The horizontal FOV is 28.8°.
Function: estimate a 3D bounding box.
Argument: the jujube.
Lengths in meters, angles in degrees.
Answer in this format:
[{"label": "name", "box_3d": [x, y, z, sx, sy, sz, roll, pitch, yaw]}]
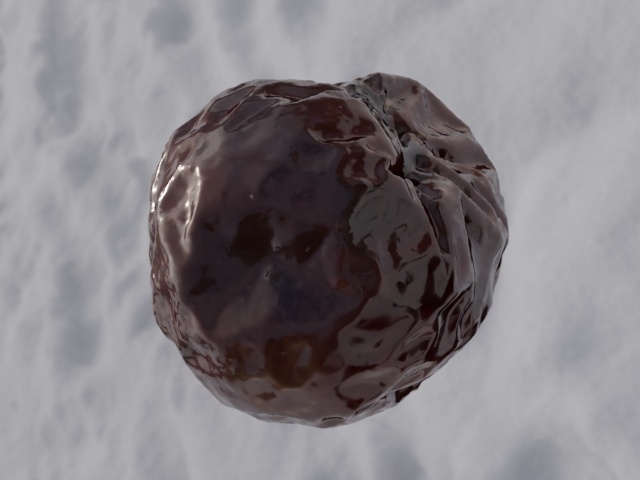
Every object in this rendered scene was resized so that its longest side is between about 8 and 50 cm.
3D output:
[{"label": "jujube", "box_3d": [0.000, 0.000, 0.747, 0.213, 0.232, 0.212, 4, 100, 20]}]
